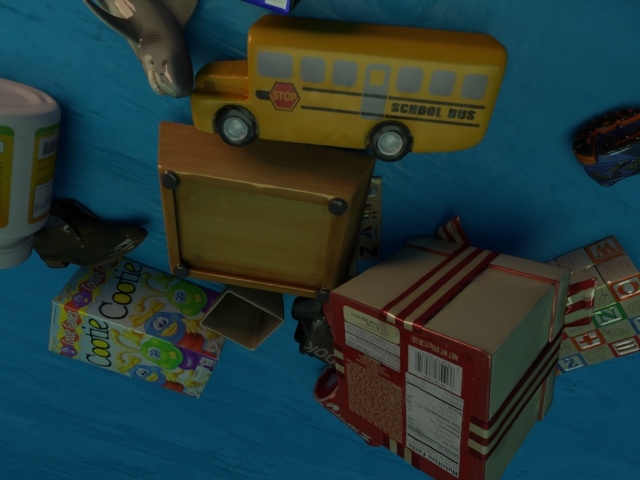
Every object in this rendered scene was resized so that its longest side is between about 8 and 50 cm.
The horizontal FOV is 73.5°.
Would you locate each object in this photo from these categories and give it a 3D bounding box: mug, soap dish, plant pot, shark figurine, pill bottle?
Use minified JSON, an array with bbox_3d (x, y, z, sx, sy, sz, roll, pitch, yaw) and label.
[{"bbox_3d":[0.085,0.335,0.890,0.169,0.113,0.150,42,148,-17],"label":"mug"},{"bbox_3d":[-0.086,-0.031,0.616,0.291,0.118,0.228,9,128,-1],"label":"soap dish"},{"bbox_3d":[-0.128,0.108,0.754,0.109,0.096,0.109,32,126,-17],"label":"plant pot"},{"bbox_3d":[-0.204,-0.285,0.479,0.116,0.166,0.278,-35,100,1],"label":"shark figurine"},{"bbox_3d":[-0.449,-0.086,0.593,0.137,0.136,0.245,20,116,-8],"label":"pill bottle"}]

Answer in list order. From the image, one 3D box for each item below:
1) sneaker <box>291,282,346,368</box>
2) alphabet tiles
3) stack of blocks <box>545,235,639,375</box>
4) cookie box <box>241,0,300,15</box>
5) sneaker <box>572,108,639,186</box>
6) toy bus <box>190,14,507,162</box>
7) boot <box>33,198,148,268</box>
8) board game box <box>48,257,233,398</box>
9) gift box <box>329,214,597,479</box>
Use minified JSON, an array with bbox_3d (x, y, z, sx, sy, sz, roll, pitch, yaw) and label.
[{"bbox_3d":[0.030,0.186,0.796,0.135,0.097,0.275,-9,129,22],"label":"sneaker"},{"bbox_3d":[0.000,0.000,0.709,0.199,0.009,0.237,0,128,7],"label":"alphabet tiles"},{"bbox_3d":[0.377,0.137,0.715,0.297,0.087,0.171,-31,118,27],"label":"stack of blocks"},{"bbox_3d":[-0.063,-0.274,0.440,0.092,0.107,0.040,16,129,-3],"label":"cookie box"},{"bbox_3d":[0.428,-0.132,0.515,0.222,0.083,0.087,-18,137,26],"label":"sneaker"},{"bbox_3d":[0.023,-0.179,0.502,0.333,0.108,0.130,6,128,3],"label":"toy bus"},{"bbox_3d":[-0.398,-0.017,0.703,0.220,0.082,0.106,-10,128,17],"label":"boot"},{"bbox_3d":[-0.315,0.152,0.784,0.276,0.144,0.142,22,127,-11],"label":"board game box"},{"bbox_3d":[0.189,0.128,0.581,0.255,0.258,0.276,21,123,39],"label":"gift box"}]
